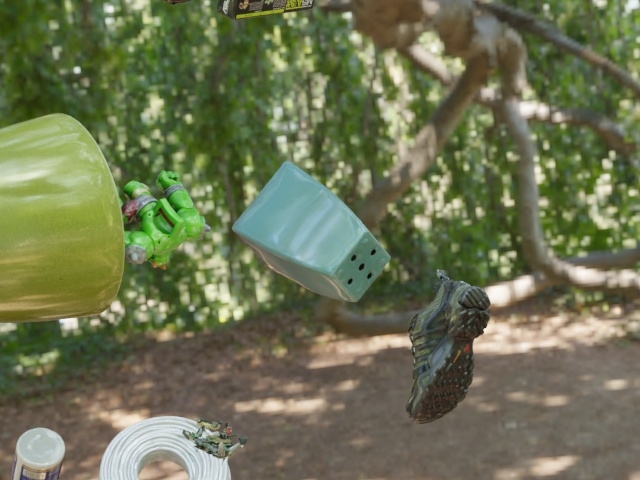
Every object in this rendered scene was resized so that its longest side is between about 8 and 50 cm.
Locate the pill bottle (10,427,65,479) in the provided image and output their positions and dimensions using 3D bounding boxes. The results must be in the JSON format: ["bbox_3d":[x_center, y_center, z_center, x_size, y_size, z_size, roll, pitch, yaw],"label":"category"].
[{"bbox_3d":[-0.398,0.323,1.652,0.067,0.120,0.067,12,42,-11],"label":"pill bottle"}]

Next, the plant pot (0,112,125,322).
[{"bbox_3d":[-0.442,-0.006,1.478,0.293,0.275,0.274,-13,7,-38],"label":"plant pot"}]

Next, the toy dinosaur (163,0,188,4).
[{"bbox_3d":[-0.192,-0.332,1.142,0.321,0.218,0.164,-10,21,1],"label":"toy dinosaur"}]

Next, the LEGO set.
[{"bbox_3d":[-0.090,0.174,1.011,0.054,0.023,0.083,13,3,7],"label":"LEGO set"}]

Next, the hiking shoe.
[{"bbox_3d":[0.176,0.162,1.770,0.086,0.227,0.114,16,10,-35],"label":"hiking shoe"}]

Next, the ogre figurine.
[{"bbox_3d":[-0.232,-0.026,1.548,0.118,0.097,0.197,39,20,23],"label":"ogre figurine"}]

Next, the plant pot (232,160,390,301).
[{"bbox_3d":[0.000,0.000,2.135,0.234,0.166,0.165,31,-11,41],"label":"plant pot"}]

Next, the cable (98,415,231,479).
[{"bbox_3d":[-0.301,0.464,2.285,0.257,0.257,0.089,2,-39,-7],"label":"cable"}]

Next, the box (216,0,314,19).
[{"bbox_3d":[-0.064,-0.433,1.781,0.045,0.184,0.190,33,34,28],"label":"box"}]
